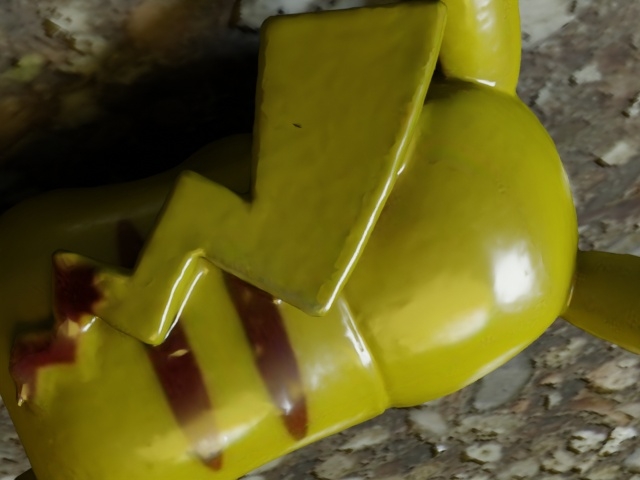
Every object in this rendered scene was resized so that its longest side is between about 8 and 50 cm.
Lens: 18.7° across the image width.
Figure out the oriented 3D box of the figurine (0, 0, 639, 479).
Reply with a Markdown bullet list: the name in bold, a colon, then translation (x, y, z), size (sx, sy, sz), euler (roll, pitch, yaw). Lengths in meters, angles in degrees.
- **figurine**: translation (-0.007, 0.003, 0.860), size (0.326, 0.218, 0.169), euler (-24, -173, -3)
